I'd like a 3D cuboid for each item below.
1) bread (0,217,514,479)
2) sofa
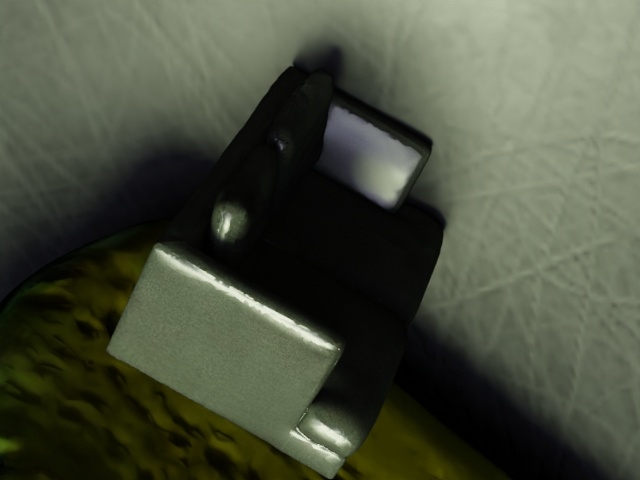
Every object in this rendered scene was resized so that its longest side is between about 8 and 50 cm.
[{"bbox_3d":[-0.015,0.176,0.523,0.376,0.251,0.208,41,122,-12],"label":"bread"},{"bbox_3d":[0.000,0.000,0.488,0.085,0.147,0.060,31,121,0],"label":"sofa"}]
